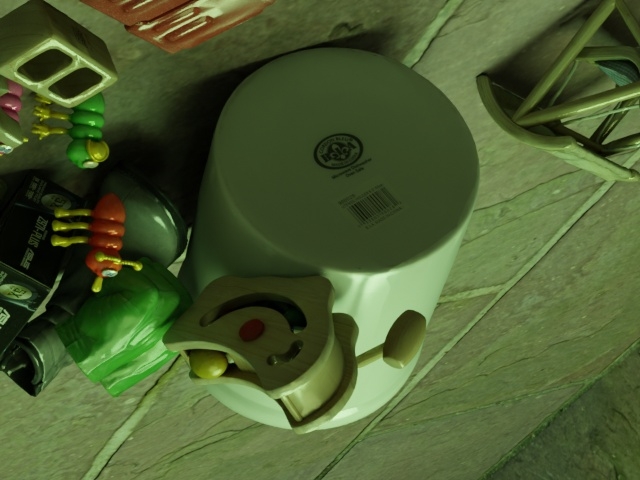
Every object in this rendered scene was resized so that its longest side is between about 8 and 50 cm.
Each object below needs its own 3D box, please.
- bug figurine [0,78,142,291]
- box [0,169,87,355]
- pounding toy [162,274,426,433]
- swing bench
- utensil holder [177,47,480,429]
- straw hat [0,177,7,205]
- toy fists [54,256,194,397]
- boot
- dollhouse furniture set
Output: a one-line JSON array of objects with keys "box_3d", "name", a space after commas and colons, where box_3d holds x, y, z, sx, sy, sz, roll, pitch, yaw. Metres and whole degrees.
[{"box_3d": [-0.285, -0.063, 1.730, 0.072, 0.216, 0.279, -5, 171, 39], "name": "bug figurine"}, {"box_3d": [-0.353, 0.035, 1.934, 0.077, 0.147, 0.180, 30, 132, -15], "name": "box"}, {"box_3d": [-0.024, 0.141, 1.820, 0.269, 0.154, 0.155, 0, 139, 33], "name": "pounding toy"}, {"box_3d": [0.381, -0.186, 2.237, 0.254, 0.165, 0.253, -35, 157, 22], "name": "swing bench"}, {"box_3d": [0.000, 0.000, 2.040, 0.327, 0.328, 0.385, -18, 154, -19], "name": "utensil holder"}, {"box_3d": [-0.407, -0.012, 1.899, 0.144, 0.061, 0.144, -22, 157, -10], "name": "straw hat"}, {"box_3d": [-0.212, 0.093, 1.936, 0.142, 0.096, 0.279, -33, 168, -5], "name": "toy fists"}, {"box_3d": [-0.279, 0.063, 2.024, 0.223, 0.118, 0.338, -45, 166, -29], "name": "boot"}, {"box_3d": [-0.244, -0.226, 1.440, 0.374, 0.201, 0.152, -26, 159, 16], "name": "dollhouse furniture set"}]
